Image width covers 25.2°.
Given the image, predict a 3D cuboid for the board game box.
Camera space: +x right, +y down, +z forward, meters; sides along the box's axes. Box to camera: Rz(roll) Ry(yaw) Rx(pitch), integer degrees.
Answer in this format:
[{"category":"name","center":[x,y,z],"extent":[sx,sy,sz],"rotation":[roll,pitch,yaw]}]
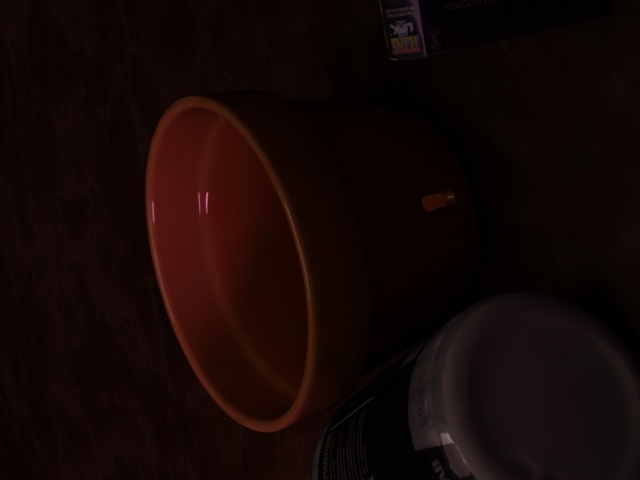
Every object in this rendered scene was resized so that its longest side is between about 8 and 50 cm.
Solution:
[{"category":"board game box","center":[0.115,-0.208,0.984],"extent":[0.048,0.170,0.141],"rotation":[3,107,58]}]

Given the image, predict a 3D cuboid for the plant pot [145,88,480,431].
[{"category":"plant pot","center":[0.000,0.000,1.248],"extent":[0.291,0.204,0.290],"rotation":[32,129,50]}]

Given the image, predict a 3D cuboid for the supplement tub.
[{"category":"supplement tub","center":[0.111,0.180,1.151],"extent":[0.193,0.194,0.316],"rotation":[67,150,14]}]
